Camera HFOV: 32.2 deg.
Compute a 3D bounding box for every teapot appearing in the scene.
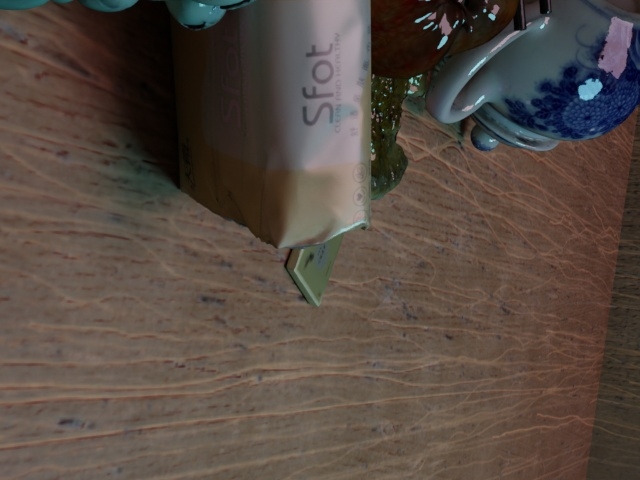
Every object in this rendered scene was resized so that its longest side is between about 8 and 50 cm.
[{"bbox_3d":[0.272,-0.218,1.388,0.424,0.252,0.280,-18,151,-49],"label":"teapot"}]

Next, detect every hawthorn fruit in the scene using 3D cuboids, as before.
[{"bbox_3d":[0.044,-0.253,0.867,0.208,0.248,0.208,-31,151,-20],"label":"hawthorn fruit"}]

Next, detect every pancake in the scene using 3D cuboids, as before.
[{"bbox_3d":[0.059,-0.161,1.147,0.253,0.037,0.254,8,90,-66],"label":"pancake"}]

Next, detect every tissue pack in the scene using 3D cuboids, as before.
[{"bbox_3d":[-0.040,-0.118,0.773,0.090,0.186,0.222,-10,112,-28],"label":"tissue pack"}]

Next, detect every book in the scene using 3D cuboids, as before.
[{"bbox_3d":[0.001,0.000,1.092,0.077,0.014,0.111,59,44,-53],"label":"book"}]

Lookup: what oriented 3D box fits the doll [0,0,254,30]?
[{"bbox_3d":[-0.109,-0.156,0.639,0.158,0.159,0.059,-12,106,-66],"label":"doll"}]

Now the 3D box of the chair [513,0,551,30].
[{"bbox_3d":[0.140,-0.339,1.085,0.141,0.154,0.260,-40,125,-60],"label":"chair"}]
